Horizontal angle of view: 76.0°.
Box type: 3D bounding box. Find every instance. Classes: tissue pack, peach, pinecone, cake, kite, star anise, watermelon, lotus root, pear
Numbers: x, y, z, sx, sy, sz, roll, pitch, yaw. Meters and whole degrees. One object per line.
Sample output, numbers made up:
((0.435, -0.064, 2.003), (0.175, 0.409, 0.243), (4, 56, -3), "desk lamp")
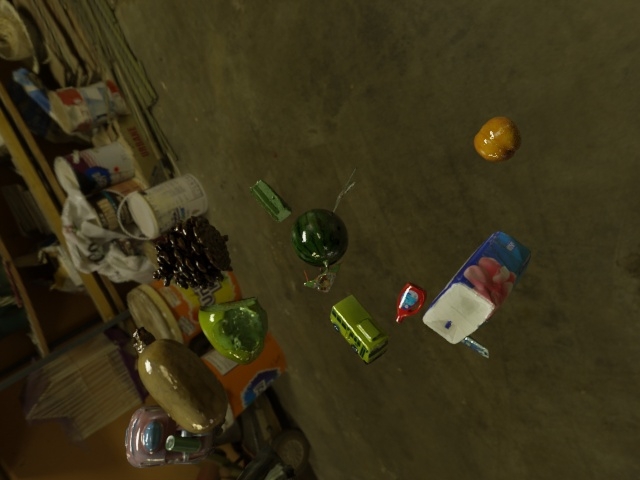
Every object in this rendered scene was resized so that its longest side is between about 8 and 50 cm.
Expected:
((0.414, 0.125, 1.071), (0.137, 0.269, 0.209), (41, 140, 15), "tissue pack")
((0.567, -0.317, 1.303), (0.138, 0.138, 0.138), (28, 134, 34), "peach")
((-0.420, 0.041, 1.337), (0.243, 0.256, 0.244), (177, 90, -85), "pinecone")
((-0.250, -0.197, 2.082), (0.235, 0.100, 0.099), (46, -171, -30), "cake")
((0.003, 0.116, 1.628), (0.006, 0.198, 0.244), (46, -164, -39), "kite")
((-0.439, 0.779, 1.667), (0.073, 0.213, 0.197), (18, 159, 0), "star anise")
((0.000, 0.000, 1.318), (0.188, 0.187, 0.215), (114, 150, -47), "watermelon")
((0.082, -0.160, 1.412), (0.012, 0.230, 0.250), (26, 171, -5), "kite")
((-0.393, 0.377, 1.114), (0.343, 0.151, 0.169), (48, 141, -6), "lotus root")
((-0.357, 0.396, 1.735), (0.176, 0.285, 0.282), (-150, 52, -76), "pear")

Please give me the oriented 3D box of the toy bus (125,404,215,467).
((-0.502, 0.652, 1.379), (0.232, 0.293, 0.198), (126, 146, -61), "toy bus")

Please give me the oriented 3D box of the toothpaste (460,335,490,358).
((0.451, 0.307, 1.306), (0.197, 0.034, 0.057), (32, 158, 43), "toothpaste")

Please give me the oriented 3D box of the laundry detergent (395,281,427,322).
((0.343, 0.251, 1.593), (0.097, 0.049, 0.166), (29, 108, 20), "laundry detergent")

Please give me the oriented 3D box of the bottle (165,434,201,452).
((-0.299, 0.448, 0.901), (0.030, 0.030, 0.083), (18, 164, 40), "bottle")

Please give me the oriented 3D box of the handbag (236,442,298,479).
((-0.138, 0.417, 0.449), (0.162, 0.327, 0.325), (41, 145, 11), "handbag")

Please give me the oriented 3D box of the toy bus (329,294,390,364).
((0.165, 0.371, 1.724), (0.262, 0.127, 0.150), (47, 151, 29), "toy bus")
